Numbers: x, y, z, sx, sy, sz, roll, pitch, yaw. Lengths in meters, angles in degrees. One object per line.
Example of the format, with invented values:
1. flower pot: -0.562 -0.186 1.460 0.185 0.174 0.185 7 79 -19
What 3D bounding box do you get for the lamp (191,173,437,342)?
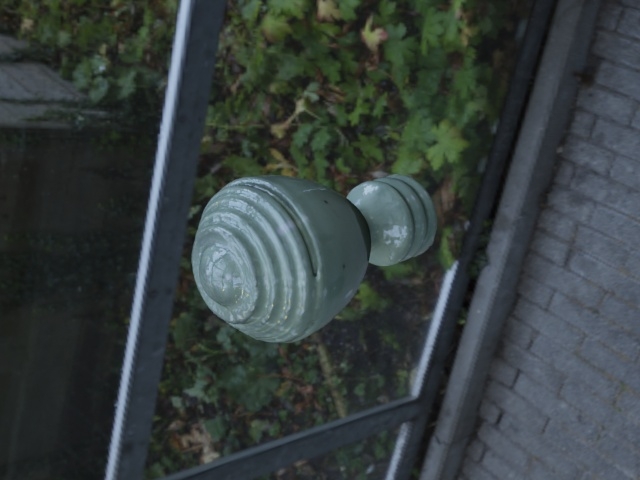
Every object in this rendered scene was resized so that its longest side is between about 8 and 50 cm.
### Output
1. lamp: 0.000 0.000 0.513 0.106 0.193 0.106 15 114 38
